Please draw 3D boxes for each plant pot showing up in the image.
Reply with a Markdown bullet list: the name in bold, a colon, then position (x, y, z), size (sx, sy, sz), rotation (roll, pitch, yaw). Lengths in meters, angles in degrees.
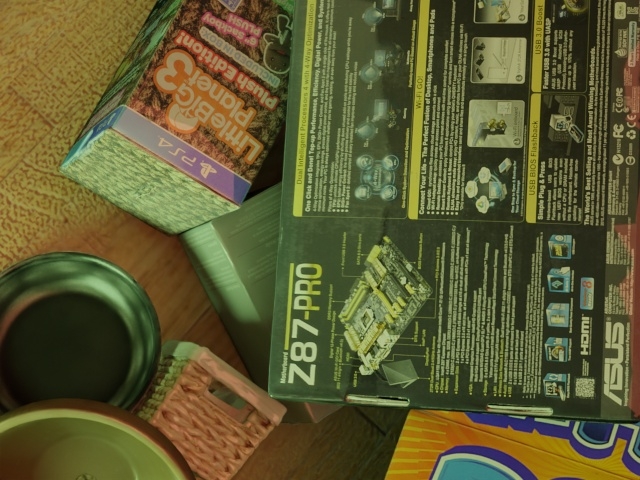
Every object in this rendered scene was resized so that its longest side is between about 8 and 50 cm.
- **plant pot**: position (-0.222, 0.246, 1.135), size (0.237, 0.110, 0.237), rotation (-1, 104, -2)

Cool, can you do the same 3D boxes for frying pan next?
- **frying pan**: position (-0.306, 0.143, 1.208), size (0.326, 0.053, 0.197), rotation (-36, 75, -15)

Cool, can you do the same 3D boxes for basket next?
- **basket**: position (-0.125, 0.173, 1.238), size (0.113, 0.167, 0.103), rotation (38, 77, -13)

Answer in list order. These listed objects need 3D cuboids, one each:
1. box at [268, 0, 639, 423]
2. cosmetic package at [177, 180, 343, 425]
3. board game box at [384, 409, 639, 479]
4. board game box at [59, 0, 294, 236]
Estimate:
- **box**: position (0.126, -0.047, 1.075), size (0.318, 0.097, 0.395), rotation (2, 82, 10)
- **cosmetic package**: position (-0.044, 0.070, 1.303), size (0.107, 0.127, 0.238), rotation (-32, 98, -23)
- **board game box**: position (0.279, 0.258, 1.212), size (0.356, 0.356, 0.356), rotation (17, 74, 19)
- **board game box**: position (-0.113, -0.173, 1.246), size (0.141, 0.232, 0.291), rotation (32, 73, -17)
